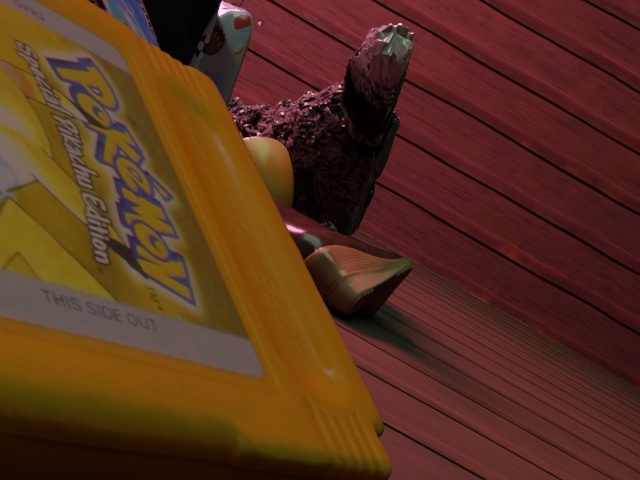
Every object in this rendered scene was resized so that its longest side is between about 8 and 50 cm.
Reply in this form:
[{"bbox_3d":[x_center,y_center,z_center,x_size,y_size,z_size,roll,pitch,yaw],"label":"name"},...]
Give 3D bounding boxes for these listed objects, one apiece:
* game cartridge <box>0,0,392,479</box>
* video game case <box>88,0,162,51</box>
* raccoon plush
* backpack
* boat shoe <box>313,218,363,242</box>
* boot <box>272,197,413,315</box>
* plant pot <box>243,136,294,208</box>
[{"bbox_3d":[-0.112,-0.025,0.423,0.324,0.053,0.285,22,34,-52],"label":"game cartridge"},{"bbox_3d":[-0.152,-0.092,0.688,0.269,0.061,0.244,1,69,-81],"label":"video game case"},{"bbox_3d":[-0.041,-0.195,1.448,0.299,0.446,0.216,23,45,6],"label":"raccoon plush"},{"bbox_3d":[-0.210,-0.178,0.987,0.213,0.276,0.263,25,-1,-42],"label":"backpack"},{"bbox_3d":[-0.007,0.005,1.357,0.080,0.073,0.223,33,6,30],"label":"boat shoe"},{"bbox_3d":[0.000,0.000,1.225,0.207,0.090,0.248,41,14,14],"label":"boot"},{"bbox_3d":[-0.089,-0.058,1.339,0.134,0.134,0.095,25,33,-51],"label":"plant pot"}]
